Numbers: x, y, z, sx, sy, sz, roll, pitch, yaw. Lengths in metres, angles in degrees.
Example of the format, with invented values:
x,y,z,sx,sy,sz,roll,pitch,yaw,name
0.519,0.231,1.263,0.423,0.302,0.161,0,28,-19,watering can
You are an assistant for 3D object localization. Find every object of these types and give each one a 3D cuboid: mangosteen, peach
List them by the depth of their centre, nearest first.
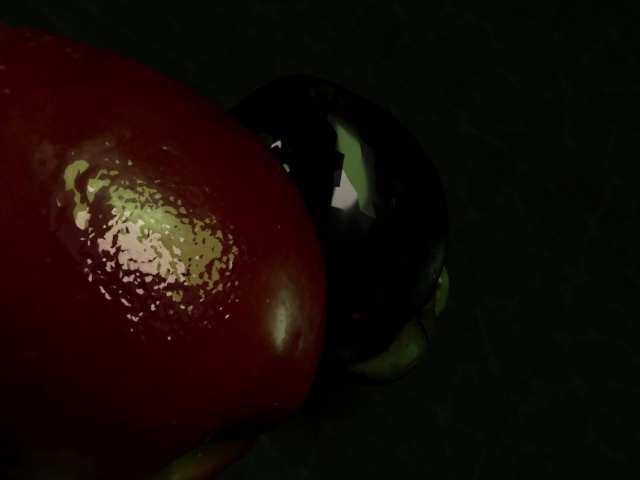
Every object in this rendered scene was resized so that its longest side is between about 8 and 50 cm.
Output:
x,y,z,sx,sy,sz,roll,pitch,yaw,name
-0.161,0.005,1.087,0.281,0.281,0.338,-14,60,-52,peach
0.000,0.000,1.311,0.243,0.243,0.243,28,38,-25,mangosteen
